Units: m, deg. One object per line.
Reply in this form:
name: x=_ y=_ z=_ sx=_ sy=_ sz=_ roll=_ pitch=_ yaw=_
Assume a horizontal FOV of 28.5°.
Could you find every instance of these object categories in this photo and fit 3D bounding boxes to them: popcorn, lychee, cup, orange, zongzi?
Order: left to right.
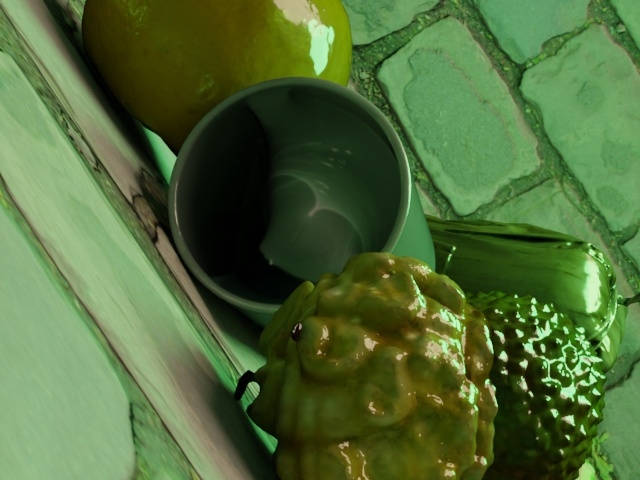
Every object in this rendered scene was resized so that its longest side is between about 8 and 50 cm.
orange: x=-0.105 y=-0.200 z=1.247 sx=0.279 sy=0.235 sz=0.279 roll=40 pitch=9 yaw=-8
cup: x=0.000 y=0.000 z=1.175 sx=0.205 sy=0.205 sz=0.312 roll=59 pitch=1 yaw=19
popcorn: x=0.032 y=0.117 z=0.878 sx=0.169 sy=0.218 sz=0.189 roll=12 pitch=-3 yaw=-15
zongzi: x=0.133 y=0.012 z=1.543 sx=0.467 sy=0.218 sz=0.500 roll=47 pitch=-39 yaw=-20
lychee: x=0.161 y=0.183 z=1.323 sx=0.270 sy=0.320 sz=0.270 roll=18 pitch=-69 yaw=61

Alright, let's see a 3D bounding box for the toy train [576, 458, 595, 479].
toy train: x=0.234 y=0.327 z=1.528 sx=0.188 sy=0.132 sz=0.243 roll=44 pitch=49 yaw=-12
